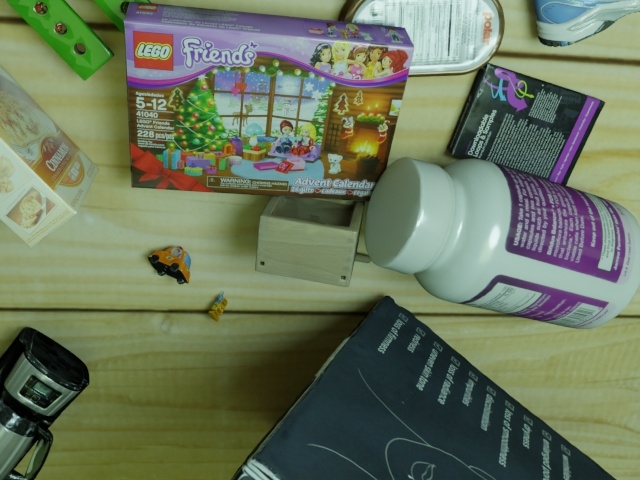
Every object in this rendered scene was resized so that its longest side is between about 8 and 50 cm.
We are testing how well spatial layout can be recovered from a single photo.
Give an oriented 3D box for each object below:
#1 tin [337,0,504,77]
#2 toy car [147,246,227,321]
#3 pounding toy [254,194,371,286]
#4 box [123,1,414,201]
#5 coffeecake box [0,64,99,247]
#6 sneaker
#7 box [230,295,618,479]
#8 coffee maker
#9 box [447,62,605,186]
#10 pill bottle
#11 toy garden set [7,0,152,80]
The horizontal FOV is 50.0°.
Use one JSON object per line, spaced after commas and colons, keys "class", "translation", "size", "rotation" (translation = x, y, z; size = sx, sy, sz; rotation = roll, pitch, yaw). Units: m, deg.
{"class": "tin", "translation": [0.115, -0.238, 0.777], "size": [0.190, 0.040, 0.106], "rotation": [-4, 120, -5]}
{"class": "toy car", "translation": [-0.169, 0.050, 0.889], "size": [0.040, 0.060, 0.122], "rotation": [-58, 138, -27]}
{"class": "pounding toy", "translation": [0.000, 0.000, 0.834], "size": [0.130, 0.141, 0.100], "rotation": [10, 114, 4]}
{"class": "box", "translation": [-0.062, -0.144, 0.760], "size": [0.293, 0.057, 0.201], "rotation": [2, 129, -9]}
{"class": "coffeecake box", "translation": [-0.334, -0.104, 0.725], "size": [0.068, 0.142, 0.185], "rotation": [-35, 115, 9]}
{"class": "sneaker", "translation": [0.334, -0.293, 0.752], "size": [0.211, 0.080, 0.081], "rotation": [-27, 119, 5]}
{"class": "box", "translation": [0.123, 0.365, 0.731], "size": [0.472, 0.480, 0.297], "rotation": [37, 109, 8]}
{"class": "coffee maker", "translation": [-0.396, 0.204, 0.872], "size": [0.178, 0.171, 0.120], "rotation": [-50, 135, -6]}
{"class": "box", "translation": [0.251, -0.141, 0.843], "size": [0.162, 0.029, 0.116], "rotation": [14, 112, -15]}
{"class": "pill bottle", "translation": [0.211, 0.000, 0.808], "size": [0.301, 0.169, 0.169], "rotation": [14, 113, -22]}
{"class": "toy garden set", "translation": [-0.221, -0.321, 0.691], "size": [0.244, 0.049, 0.204], "rotation": [-36, 116, 11]}
